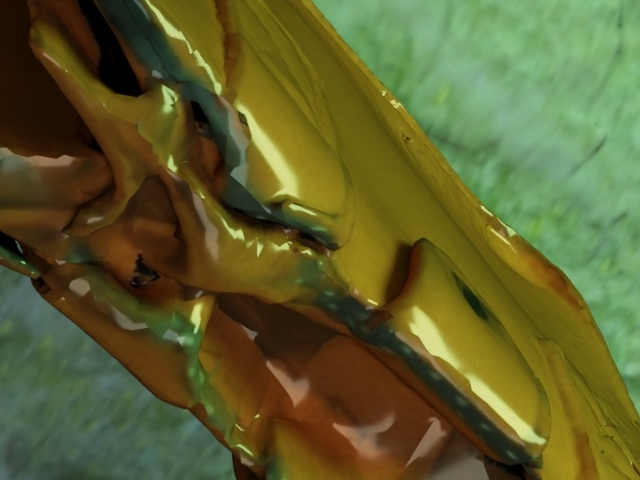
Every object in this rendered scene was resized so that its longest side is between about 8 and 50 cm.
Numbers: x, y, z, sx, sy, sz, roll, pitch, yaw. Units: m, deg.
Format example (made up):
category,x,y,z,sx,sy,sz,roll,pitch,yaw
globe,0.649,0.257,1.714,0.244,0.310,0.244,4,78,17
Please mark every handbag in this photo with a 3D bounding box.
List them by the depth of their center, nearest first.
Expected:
category,x,y,z,sx,sy,sz,roll,pitch,yaw
handbag,0.000,0.000,0.558,0.116,0.303,0.410,-39,122,10
